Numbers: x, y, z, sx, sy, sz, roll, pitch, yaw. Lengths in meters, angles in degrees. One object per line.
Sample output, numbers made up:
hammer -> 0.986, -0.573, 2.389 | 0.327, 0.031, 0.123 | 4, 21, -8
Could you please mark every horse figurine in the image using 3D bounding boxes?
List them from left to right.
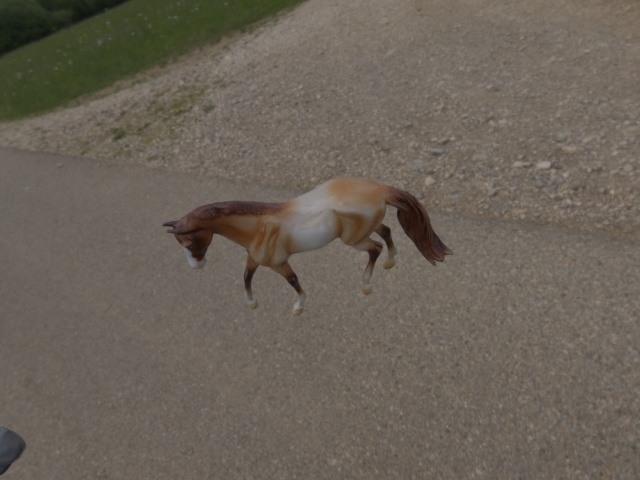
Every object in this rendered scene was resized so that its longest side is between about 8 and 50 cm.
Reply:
horse figurine -> 0.000, 0.000, 0.461 | 0.264, 0.174, 0.066 | -15, 42, -2

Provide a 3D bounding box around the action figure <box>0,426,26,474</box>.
action figure -> -0.089, 0.150, 0.053 | 0.064, 0.137, 0.232 | -27, 36, 22
